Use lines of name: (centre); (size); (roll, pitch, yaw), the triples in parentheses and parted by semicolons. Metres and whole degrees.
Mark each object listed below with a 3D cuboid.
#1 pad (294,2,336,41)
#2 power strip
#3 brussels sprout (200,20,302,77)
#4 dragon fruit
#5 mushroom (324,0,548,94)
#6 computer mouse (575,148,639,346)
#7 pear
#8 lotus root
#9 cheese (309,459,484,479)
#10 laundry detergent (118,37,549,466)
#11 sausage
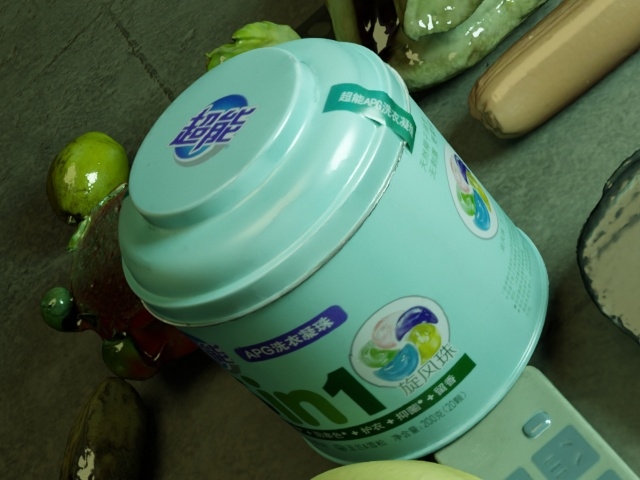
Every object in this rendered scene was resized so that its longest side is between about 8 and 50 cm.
pad: (0.005, -0.241, 1.451); (0.190, 0.004, 0.127); (-40, 43, 9)
power strip: (0.194, 0.211, 0.939); (0.118, 0.046, 0.270); (-44, 42, 5)
brussels sprout: (-0.066, -0.162, 1.355); (0.131, 0.145, 0.183); (-43, -2, 38)
dragon fruit: (-0.167, 0.027, 1.302); (0.295, 0.130, 0.268); (-29, 46, 20)
mushroom: (0.137, -0.271, 1.288); (0.217, 0.212, 0.292); (-6, 26, -19)
computer mouse: (0.325, 0.043, 0.930); (0.168, 0.087, 0.295); (-45, 55, 9)
pear: (-0.296, -0.076, 1.501); (0.107, 0.107, 0.131); (-5, 49, 37)
lotus root: (-0.224, 0.223, 1.243); (0.089, 0.080, 0.179); (-38, 34, 44)
cheese: (0.050, 0.288, 0.915); (0.259, 0.128, 0.316); (-63, 27, -3)
laundry detergent: (0.000, 0.000, 1.029); (0.287, 0.305, 0.287); (-28, 37, 24)
sausage: (0.267, -0.205, 1.151); (0.289, 0.086, 0.086); (-39, 43, 9)
